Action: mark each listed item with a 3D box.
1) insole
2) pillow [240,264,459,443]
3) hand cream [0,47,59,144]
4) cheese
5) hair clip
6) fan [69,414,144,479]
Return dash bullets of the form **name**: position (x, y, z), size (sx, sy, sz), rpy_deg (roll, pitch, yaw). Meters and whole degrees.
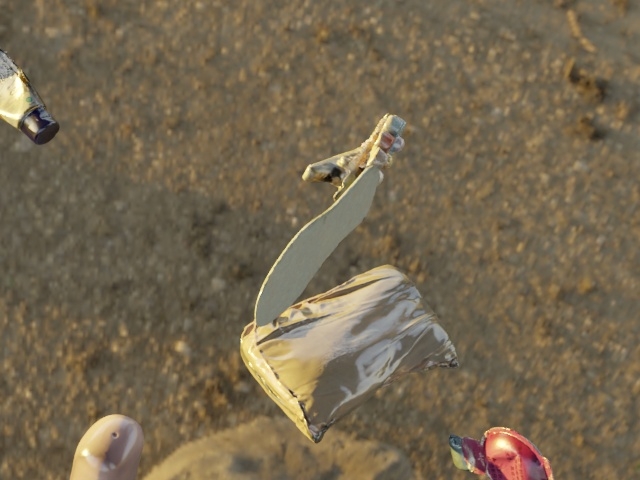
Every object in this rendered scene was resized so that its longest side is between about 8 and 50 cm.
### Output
- **insole**: position (0.000, 0.000, 1.011), size (0.004, 0.065, 0.197), rpy_deg (21, 43, 21)
- **pillow**: position (0.038, 0.122, 1.499), size (0.270, 0.067, 0.173), rpy_deg (-21, 53, -38)
- **hand cream**: position (-0.352, -0.170, 1.416), size (0.163, 0.062, 0.039), rpy_deg (44, 13, 8)
- **cheese**: position (0.197, 0.242, 1.414), size (0.038, 0.095, 0.145), rpy_deg (-29, 21, -37)
- **hair clip**: position (0.048, -0.081, 1.253), size (0.056, 0.062, 0.214), rpy_deg (34, 28, 10)
- **fan**: position (-0.193, 0.236, 1.126), size (0.074, 0.244, 0.130), rpy_deg (28, 48, 7)
